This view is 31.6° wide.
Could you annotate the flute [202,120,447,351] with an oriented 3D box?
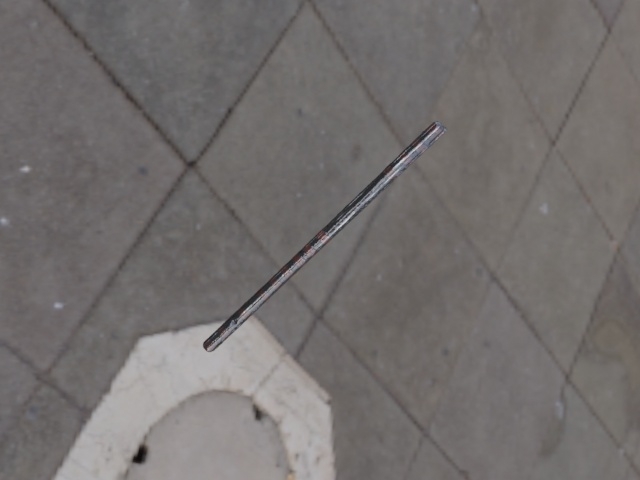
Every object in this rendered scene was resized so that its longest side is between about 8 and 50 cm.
[{"bbox_3d":[0.000,0.000,0.914,0.269,0.014,0.014,-44,135,10],"label":"flute"}]
